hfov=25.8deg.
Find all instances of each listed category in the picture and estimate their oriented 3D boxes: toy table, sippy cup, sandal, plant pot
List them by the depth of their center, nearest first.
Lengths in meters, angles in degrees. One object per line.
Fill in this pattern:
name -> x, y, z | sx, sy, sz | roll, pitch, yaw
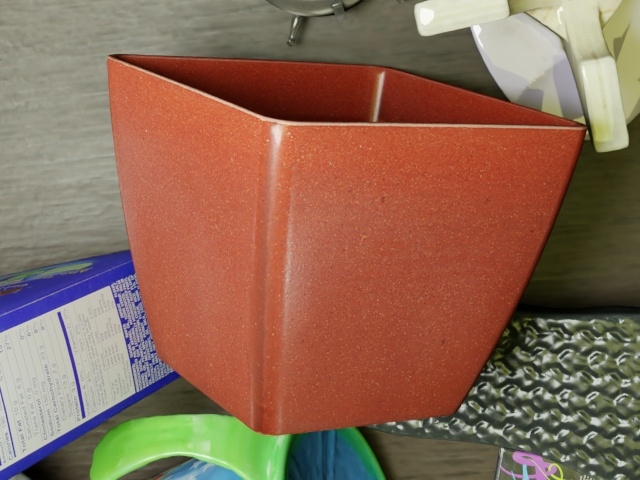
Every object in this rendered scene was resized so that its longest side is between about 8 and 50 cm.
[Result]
plant pot -> 0.000, 0.000, 1.053 | 0.267, 0.267, 0.236 | -2, 107, -33
toy table -> 0.198, -0.208, 1.107 | 0.252, 0.161, 0.274 | -23, 98, 8
sippy cup -> -0.073, 0.274, 1.179 | 0.224, 0.240, 0.305 | -18, 92, 22
sandal -> 0.223, 0.120, 1.201 | 0.445, 0.107, 0.167 | 14, 102, 14

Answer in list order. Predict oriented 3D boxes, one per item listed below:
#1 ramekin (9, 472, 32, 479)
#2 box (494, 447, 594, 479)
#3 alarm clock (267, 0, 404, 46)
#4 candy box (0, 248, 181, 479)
ramekin -> -0.335, 0.295, 1.203 | 0.273, 0.127, 0.273 | -2, 128, -2
box -> 0.231, 0.249, 1.248 | 0.162, 0.029, 0.116 | 9, 99, 1
alarm clock -> -0.012, -0.270, 1.163 | 0.129, 0.064, 0.192 | -21, 94, 7
candy box -> -0.288, 0.109, 1.079 | 0.268, 0.317, 0.122 | -12, 96, 26
